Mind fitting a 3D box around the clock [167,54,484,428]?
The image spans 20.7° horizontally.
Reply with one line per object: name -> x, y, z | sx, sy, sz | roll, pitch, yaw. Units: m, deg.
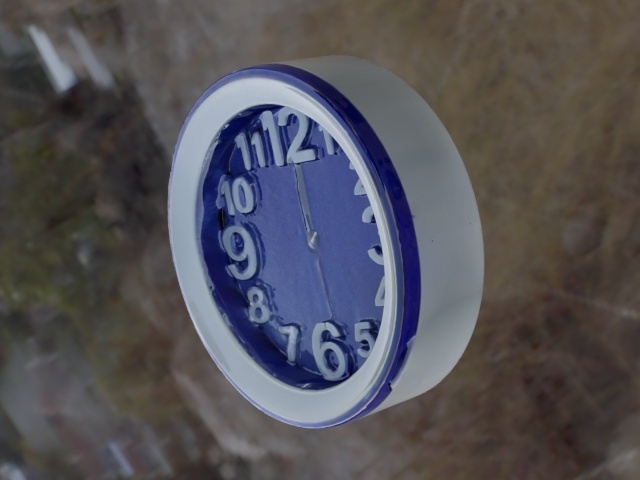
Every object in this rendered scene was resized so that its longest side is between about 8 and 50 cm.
clock -> 0.000, 0.000, 1.103 | 0.230, 0.083, 0.230 | 18, 114, 48
